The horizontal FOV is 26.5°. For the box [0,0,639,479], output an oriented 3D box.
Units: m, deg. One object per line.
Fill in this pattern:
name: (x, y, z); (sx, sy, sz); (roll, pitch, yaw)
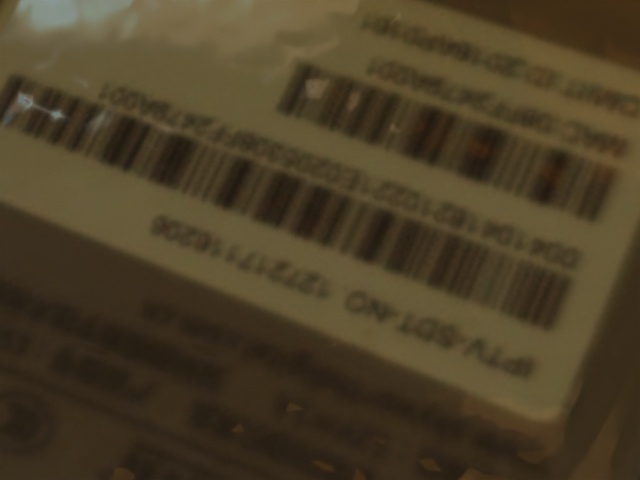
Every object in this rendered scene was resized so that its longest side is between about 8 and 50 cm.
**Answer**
box: (0.000, 0.000, 0.409); (0.367, 0.373, 0.090); (19, 165, 17)
